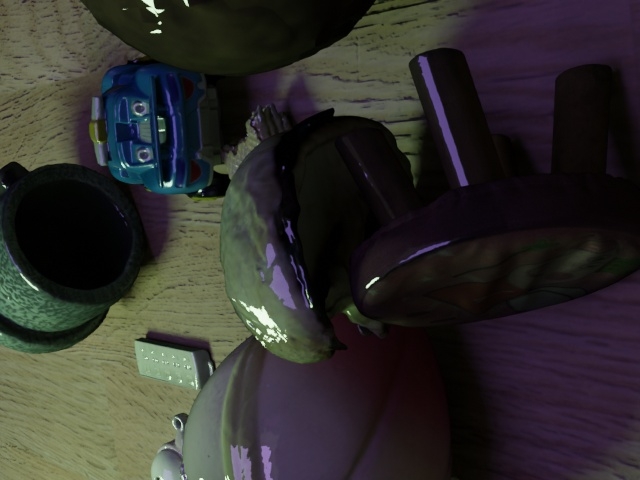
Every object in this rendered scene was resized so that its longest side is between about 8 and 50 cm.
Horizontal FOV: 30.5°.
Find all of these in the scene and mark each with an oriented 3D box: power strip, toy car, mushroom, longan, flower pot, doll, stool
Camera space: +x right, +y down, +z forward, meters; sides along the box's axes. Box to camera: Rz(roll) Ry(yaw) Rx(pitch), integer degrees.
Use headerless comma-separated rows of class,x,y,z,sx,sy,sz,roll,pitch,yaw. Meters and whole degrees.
power strip,-0.241,0.191,1.850,0.252,0.027,0.060,1,102,55
toy car,-0.236,-0.154,1.604,0.314,0.166,0.198,15,110,59
mushroom,-0.002,0.001,1.161,0.130,0.344,0.247,-11,115,24
longan,-0.096,-0.351,1.157,0.391,0.391,0.391,23,119,50
flower pot,-0.463,0.039,1.881,0.283,0.299,0.299,-33,74,50
doll,-0.169,0.439,1.772,0.160,0.094,0.365,-20,85,53
stool,0.148,-0.040,1.032,0.272,0.272,0.178,-37,57,53

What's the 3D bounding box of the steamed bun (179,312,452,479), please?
steamed bun,0.018,0.197,1.276,0.309,0.309,0.309,23,119,50

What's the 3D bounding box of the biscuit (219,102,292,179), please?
biscuit,-0.045,-0.044,1.464,0.108,0.062,0.239,-39,69,51
